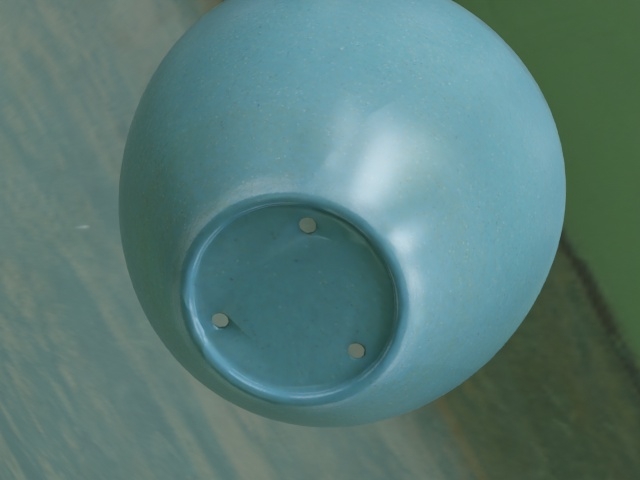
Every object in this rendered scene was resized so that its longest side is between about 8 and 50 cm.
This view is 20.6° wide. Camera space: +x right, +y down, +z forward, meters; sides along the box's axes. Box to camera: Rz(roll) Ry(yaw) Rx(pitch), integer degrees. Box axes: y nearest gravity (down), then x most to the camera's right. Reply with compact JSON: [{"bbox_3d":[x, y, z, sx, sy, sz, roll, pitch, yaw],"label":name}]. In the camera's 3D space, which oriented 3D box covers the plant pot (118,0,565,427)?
[{"bbox_3d":[0.000,0.000,1.074,0.290,0.195,0.290,4,113,9],"label":"plant pot"}]
